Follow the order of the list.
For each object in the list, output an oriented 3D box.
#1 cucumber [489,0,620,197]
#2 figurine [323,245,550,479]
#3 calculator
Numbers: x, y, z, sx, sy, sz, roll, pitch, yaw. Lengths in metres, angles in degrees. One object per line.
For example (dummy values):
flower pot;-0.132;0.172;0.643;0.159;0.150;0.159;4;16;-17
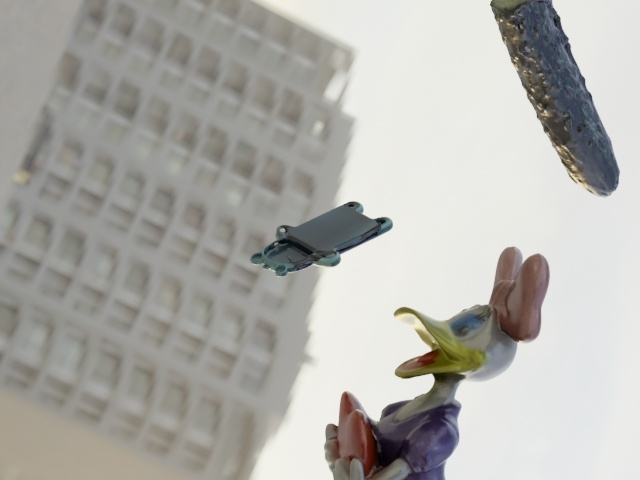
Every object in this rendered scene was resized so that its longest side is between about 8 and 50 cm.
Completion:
cucumber;0.284;-0.176;2.213;0.072;0.303;0.081;-34;-147;-10
figurine;0.105;0.204;1.745;0.154;0.193;0.420;-148;-111;-81
calculator;0.000;0.000;1.817;0.094;0.141;0.019;29;-44;47
